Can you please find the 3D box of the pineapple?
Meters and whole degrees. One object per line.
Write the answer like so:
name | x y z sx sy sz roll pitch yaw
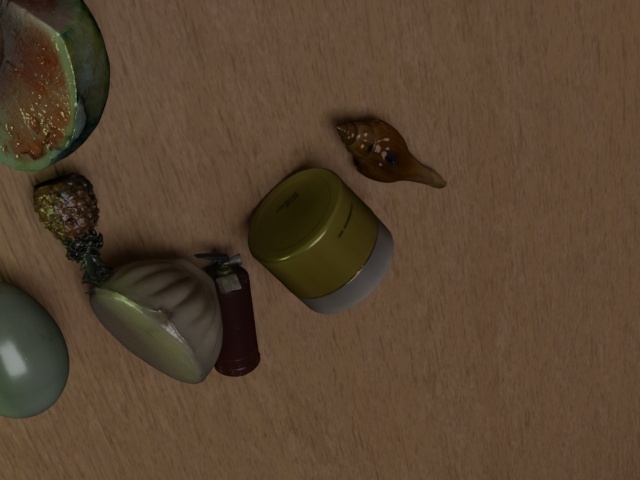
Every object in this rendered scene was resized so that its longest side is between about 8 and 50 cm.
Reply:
pineapple | -0.416 -0.015 1.750 0.108 0.108 0.198 -22 105 -15

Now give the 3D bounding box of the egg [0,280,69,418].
egg | -0.538 0.188 1.776 0.182 0.183 0.264 -25 119 -13

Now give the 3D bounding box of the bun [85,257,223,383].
bun | -0.270 0.118 1.859 0.175 0.263 0.263 -52 132 -26

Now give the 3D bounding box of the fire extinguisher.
fire extinguisher | -0.180 0.132 1.981 0.104 0.105 0.269 -16 124 -18

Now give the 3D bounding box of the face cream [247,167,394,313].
face cream | 0.000 0.000 1.921 0.218 0.218 0.179 -44 126 2

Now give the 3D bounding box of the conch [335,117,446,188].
conch | 0.142 -0.154 1.986 0.330 0.093 0.109 27 96 -36

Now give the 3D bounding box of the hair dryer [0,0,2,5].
hair dryer | -0.586 -0.473 1.429 0.361 0.121 0.301 5 121 -21

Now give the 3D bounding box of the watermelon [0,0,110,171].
watermelon | -0.420 -0.234 1.591 0.180 0.224 0.305 11 128 -12
